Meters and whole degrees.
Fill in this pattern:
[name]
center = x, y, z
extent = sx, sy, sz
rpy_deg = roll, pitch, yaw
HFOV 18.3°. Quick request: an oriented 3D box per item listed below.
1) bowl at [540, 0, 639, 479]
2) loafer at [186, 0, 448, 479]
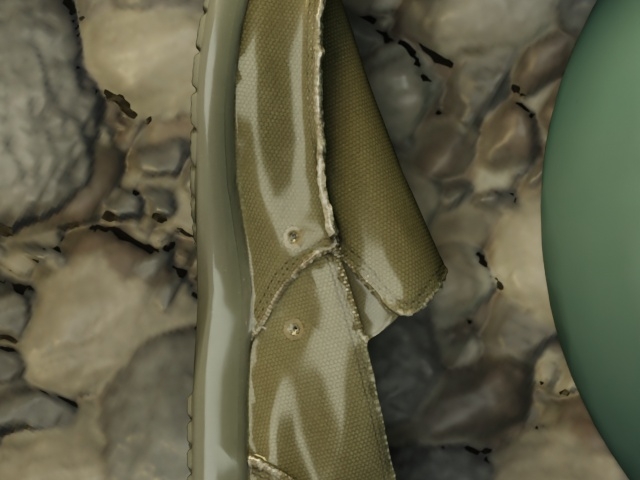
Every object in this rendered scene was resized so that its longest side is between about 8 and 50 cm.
[bowl]
center = 0.215, -0.010, 0.605
extent = 0.311, 0.163, 0.312
rpy_deg = 0, 89, 11
[loafer]
center = 0.000, 0.000, 0.695
extent = 0.087, 0.094, 0.251
rpy_deg = 1, 94, 0
